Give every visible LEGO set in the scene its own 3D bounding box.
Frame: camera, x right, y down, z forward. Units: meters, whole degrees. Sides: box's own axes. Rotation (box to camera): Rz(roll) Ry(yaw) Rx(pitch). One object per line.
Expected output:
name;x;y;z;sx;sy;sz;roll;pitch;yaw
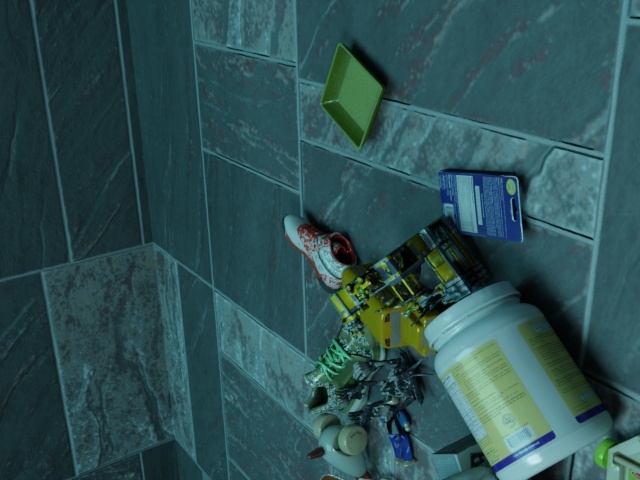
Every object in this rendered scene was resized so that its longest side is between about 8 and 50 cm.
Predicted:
LEGO set;0.196;0.107;1.599;0.255;0.331;0.192;-39;85;33

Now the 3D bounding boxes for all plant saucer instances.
plant saucer;0.085;-0.347;1.836;0.188;0.045;0.188;53;142;30

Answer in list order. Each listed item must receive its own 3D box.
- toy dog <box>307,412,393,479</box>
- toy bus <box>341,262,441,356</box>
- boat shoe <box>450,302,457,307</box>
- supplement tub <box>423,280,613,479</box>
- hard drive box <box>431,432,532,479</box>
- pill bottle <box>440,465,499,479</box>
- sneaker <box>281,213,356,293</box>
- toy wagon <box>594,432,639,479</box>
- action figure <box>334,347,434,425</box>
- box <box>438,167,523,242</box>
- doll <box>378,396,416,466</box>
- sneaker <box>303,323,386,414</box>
toy dog;0.064;0.649;2.142;0.333;0.161;0.220;58;149;3
toy bus;0.166;0.159;1.815;0.332;0.130;0.108;-133;39;-63
boat shoe;0.314;0.218;1.718;0.072;0.068;0.189;31;139;32
supplement tub;0.368;0.270;1.473;0.331;0.241;0.241;61;146;22
hard drive box;0.365;0.539;1.656;0.089;0.181;0.232;-24;83;57
pill bottle;0.323;0.655;1.454;0.392;0.224;0.224;63;147;7
sneaker;0.001;0.000;2.083;0.270;0.090;0.145;57;144;21
toy wagon;0.607;0.440;1.337;0.267;0.068;0.344;22;121;52
action figure;0.154;0.375;1.925;0.276;0.141;0.164;-42;63;41
box;0.334;-0.074;1.570;0.225;0.037;0.136;13;115;57
doll;0.200;0.495;2.025;0.129;0.046;0.188;-2;102;57
sneaker;0.050;0.340;2.063;0.158;0.182;0.410;45;138;39
